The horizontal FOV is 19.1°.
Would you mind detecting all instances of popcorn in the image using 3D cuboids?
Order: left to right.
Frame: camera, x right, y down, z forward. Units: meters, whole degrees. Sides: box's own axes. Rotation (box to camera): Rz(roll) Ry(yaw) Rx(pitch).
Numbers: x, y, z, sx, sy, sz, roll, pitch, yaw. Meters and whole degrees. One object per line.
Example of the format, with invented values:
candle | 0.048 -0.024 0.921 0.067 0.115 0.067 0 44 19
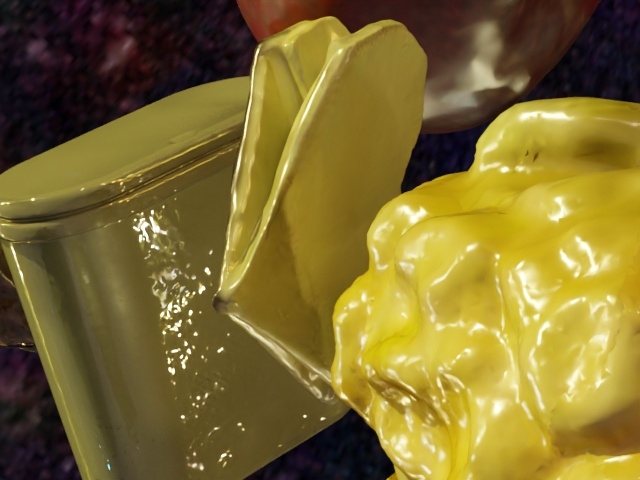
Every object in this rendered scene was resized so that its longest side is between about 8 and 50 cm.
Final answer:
popcorn | 0.149 0.119 0.826 0.349 0.349 0.382 21 93 5

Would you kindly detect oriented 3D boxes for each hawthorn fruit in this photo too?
hawthorn fruit | 0.077 -0.225 1.375 0.308 0.308 0.325 4 135 16

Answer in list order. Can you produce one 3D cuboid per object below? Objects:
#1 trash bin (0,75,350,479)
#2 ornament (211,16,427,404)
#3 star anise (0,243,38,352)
trash bin | -0.092 0.037 1.314 0.121 0.243 0.247 10 122 47
ornament | 0.000 0.000 0.946 0.059 0.180 0.201 5 114 31
star anise | -0.325 -0.004 1.498 0.331 0.332 0.117 31 92 -2
